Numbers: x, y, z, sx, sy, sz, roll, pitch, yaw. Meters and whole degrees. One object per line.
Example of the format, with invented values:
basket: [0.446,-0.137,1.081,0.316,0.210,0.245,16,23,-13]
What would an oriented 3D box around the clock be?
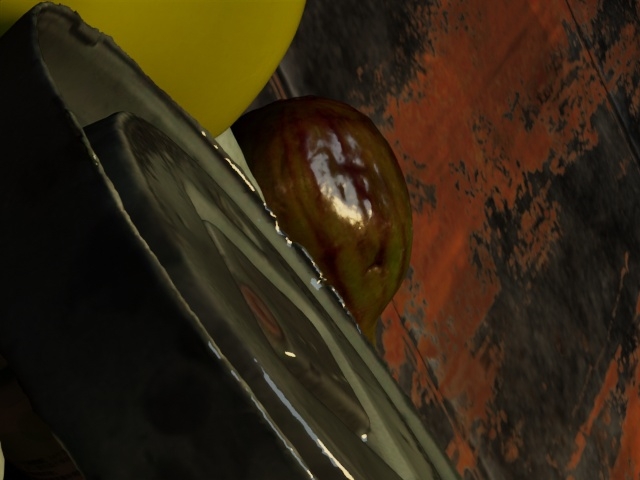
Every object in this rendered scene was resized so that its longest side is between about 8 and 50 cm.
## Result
clock: [-0.027,0.052,0.675,0.313,0.061,0.312,52,6,-8]

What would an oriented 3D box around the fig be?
fig: [0.000,0.000,0.978,0.109,0.103,0.155,-16,97,-30]

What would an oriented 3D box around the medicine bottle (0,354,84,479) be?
medicine bottle: [-0.099,0.064,0.779,0.183,0.086,0.086,48,37,-36]

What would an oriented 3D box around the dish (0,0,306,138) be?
dish: [-0.086,-0.154,0.785,0.262,0.108,0.221,-5,81,-52]

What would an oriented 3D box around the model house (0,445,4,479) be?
model house: [-0.127,0.196,0.537,0.215,0.198,0.224,46,38,-48]

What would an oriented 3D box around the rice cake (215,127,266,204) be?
rice cake: [-0.110,-0.112,0.882,0.063,0.066,0.336,-43,111,-48]
